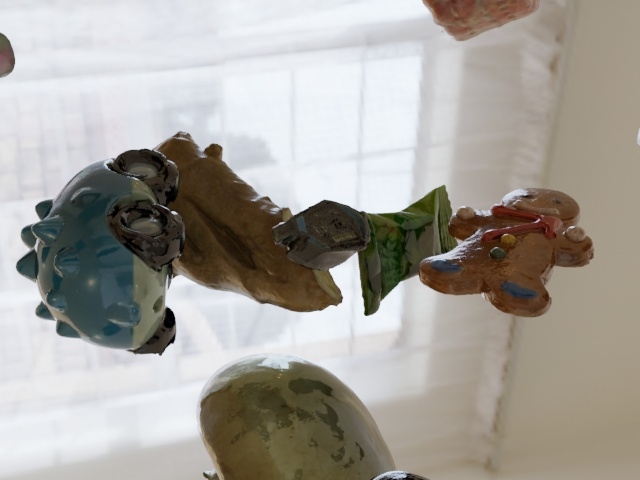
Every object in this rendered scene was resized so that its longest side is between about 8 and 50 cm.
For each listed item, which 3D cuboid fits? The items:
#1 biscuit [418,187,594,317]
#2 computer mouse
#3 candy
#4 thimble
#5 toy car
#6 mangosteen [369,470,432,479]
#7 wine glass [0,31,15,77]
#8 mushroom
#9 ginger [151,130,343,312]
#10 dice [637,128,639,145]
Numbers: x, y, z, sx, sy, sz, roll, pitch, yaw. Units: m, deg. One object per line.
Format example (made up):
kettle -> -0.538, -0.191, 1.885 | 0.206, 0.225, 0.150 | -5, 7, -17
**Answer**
biscuit -> 0.262, -0.003, 1.725 | 0.324, 0.205, 0.049 | -36, 135, -50
computer mouse -> 0.000, 0.000, 1.447 | 0.079, 0.135, 0.047 | 50, -47, 24
candy -> 0.123, 0.010, 1.851 | 0.069, 0.246, 0.149 | 0, -78, 44
thimble -> 0.227, -0.431, 1.956 | 0.239, 0.162, 0.239 | 53, 26, -39
toy car -> -0.258, 0.013, 1.494 | 0.255, 0.190, 0.189 | -101, -165, -53
mangosteen -> 0.063, 0.297, 1.280 | 0.137, 0.151, 0.137 | -27, -121, 58
wine glass -> -0.527, -0.254, 1.871 | 0.073, 0.155, 0.073 | 17, -57, 29
mushroom -> -0.039, 0.317, 1.768 | 0.352, 0.260, 0.352 | 56, 12, -18
ginger -> -0.114, -0.008, 1.632 | 0.190, 0.354, 0.126 | -62, 153, 0
dice -> 0.533, -0.147, 1.675 | 0.166, 0.169, 0.169 | -54, -179, 21
